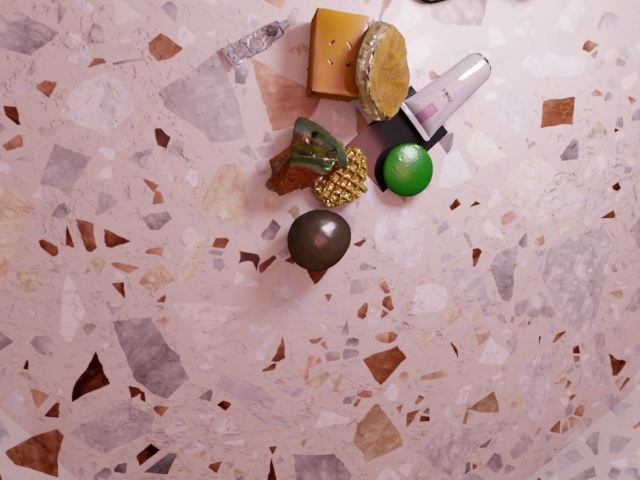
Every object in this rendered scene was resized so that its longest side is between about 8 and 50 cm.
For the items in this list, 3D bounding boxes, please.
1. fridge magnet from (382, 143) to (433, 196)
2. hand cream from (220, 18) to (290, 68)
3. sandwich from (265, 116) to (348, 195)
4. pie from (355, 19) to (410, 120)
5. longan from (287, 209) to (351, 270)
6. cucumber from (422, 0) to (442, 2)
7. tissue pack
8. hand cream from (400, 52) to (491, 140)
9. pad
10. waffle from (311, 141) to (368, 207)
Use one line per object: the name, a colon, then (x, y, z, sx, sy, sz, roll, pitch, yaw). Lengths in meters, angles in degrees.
fridge magnet: (0.343, -0.276, 1.683, 0.208, 0.088, 0.208, -2, 99, -12)
hand cream: (-0.222, -0.709, 1.516, 0.257, 0.050, 0.084, -32, 102, 1)
sandwich: (-0.077, -0.282, 1.530, 0.301, 0.162, 0.250, -43, 85, 8)
pie: (0.226, -0.595, 1.529, 0.339, 0.083, 0.339, -20, 115, -53)
longan: (0.000, 0.000, 1.599, 0.248, 0.248, 0.248, -2, 99, -12)
cucumber: (0.489, -0.956, 1.621, 0.265, 0.077, 0.077, -24, 103, -5)
tissue pack: (0.058, -0.655, 1.537, 0.194, 0.145, 0.274, 3, 99, -11)
hand cream: (0.496, -0.574, 1.667, 0.359, 0.118, 0.185, -41, 106, 1)
pad: (0.307, -0.402, 1.703, 0.367, 0.007, 0.247, -43, 105, -2)
waffle: (0.072, -0.255, 1.645, 0.238, 0.059, 0.243, -12, 98, -8)
